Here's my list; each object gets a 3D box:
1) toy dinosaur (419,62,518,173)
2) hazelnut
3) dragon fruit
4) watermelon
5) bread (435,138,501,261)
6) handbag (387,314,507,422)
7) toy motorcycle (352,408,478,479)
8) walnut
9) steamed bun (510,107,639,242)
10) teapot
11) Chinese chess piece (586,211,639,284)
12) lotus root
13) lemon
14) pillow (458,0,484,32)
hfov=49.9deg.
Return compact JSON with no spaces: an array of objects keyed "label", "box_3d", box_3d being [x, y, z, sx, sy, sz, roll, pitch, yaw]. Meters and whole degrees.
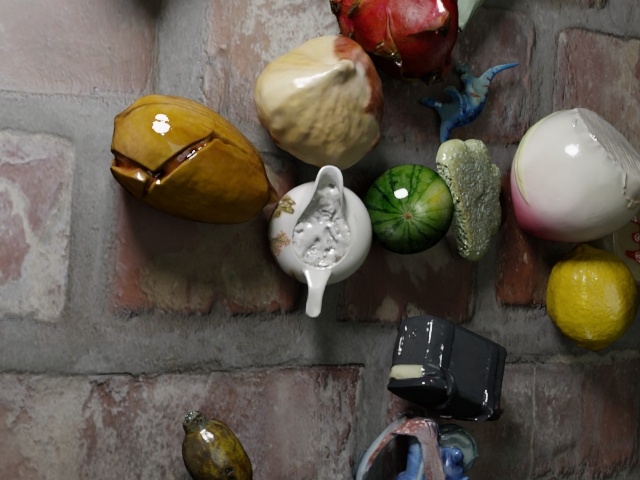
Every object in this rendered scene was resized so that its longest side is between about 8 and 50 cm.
[{"label":"toy dinosaur","box_3d":[0.316,-0.312,1.521,0.144,0.076,0.329,39,79,-28]},{"label":"hazelnut","box_3d":[0.003,-0.266,1.290,0.261,0.241,0.261,2,86,-22]},{"label":"dragon fruit","box_3d":[0.156,-0.442,1.354,0.250,0.250,0.315,-43,101,-17]},{"label":"watermelon","box_3d":[0.180,-0.065,1.417,0.188,0.215,0.188,1,99,8]},{"label":"bread","box_3d":[0.342,-0.107,1.515,0.207,0.056,0.287,-42,121,-38]},{"label":"handbag","box_3d":[0.262,0.283,1.456,0.254,0.181,0.181,28,61,-24]},{"label":"toy motorcycle","box_3d":[0.198,0.527,1.474,0.182,0.241,0.319,23,77,-64]},{"label":"walnut","box_3d":[-0.210,-0.130,1.223,0.336,0.209,0.209,20,84,-31]},{"label":"steamed bun","box_3d":[0.552,-0.122,1.545,0.309,0.309,0.309,-1,93,-25]},{"label":"teapot","box_3d":[0.000,0.000,1.334,0.204,0.139,0.298,0,101,-6]},{"label":"Chinese chess piece","box_3d":[0.789,-0.012,1.735,0.249,0.103,0.250,-1,92,-23]},{"label":"lotus root","box_3d":[-0.198,0.408,1.290,0.120,0.120,0.209,-36,108,-19]},{"label":"lemon","box_3d":[0.636,0.134,1.615,0.204,0.204,0.260,-9,95,-24]},{"label":"pillow","box_3d":[0.293,-0.651,1.469,0.310,0.119,0.312,44,75,-16]}]
